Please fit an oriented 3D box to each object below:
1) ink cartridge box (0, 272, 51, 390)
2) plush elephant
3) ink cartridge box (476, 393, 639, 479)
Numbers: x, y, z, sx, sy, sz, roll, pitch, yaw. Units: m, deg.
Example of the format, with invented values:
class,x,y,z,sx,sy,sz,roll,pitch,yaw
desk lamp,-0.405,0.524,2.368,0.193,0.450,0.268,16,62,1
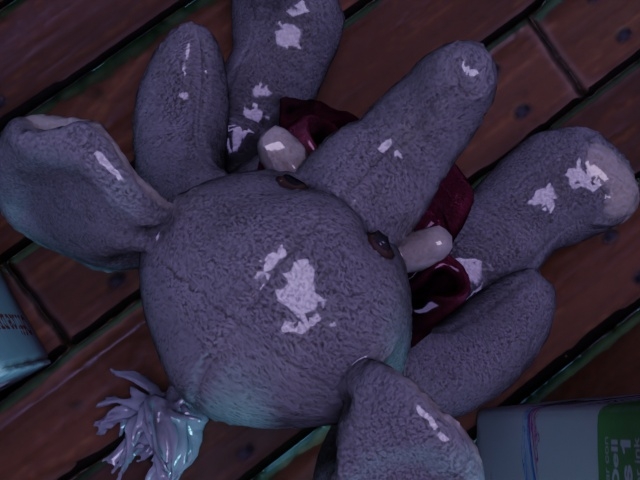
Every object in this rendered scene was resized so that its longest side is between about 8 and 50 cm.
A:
class,x,y,z,sx,sy,sz,roll,pitch,yaw
ink cartridge box,-0.233,-0.004,0.574,0.087,0.153,0.208,-31,88,-6
plush elephant,0.000,0.000,0.549,0.272,0.255,0.330,39,82,-2
ink cartridge box,0.206,0.130,0.551,0.202,0.278,0.117,-3,82,-7
